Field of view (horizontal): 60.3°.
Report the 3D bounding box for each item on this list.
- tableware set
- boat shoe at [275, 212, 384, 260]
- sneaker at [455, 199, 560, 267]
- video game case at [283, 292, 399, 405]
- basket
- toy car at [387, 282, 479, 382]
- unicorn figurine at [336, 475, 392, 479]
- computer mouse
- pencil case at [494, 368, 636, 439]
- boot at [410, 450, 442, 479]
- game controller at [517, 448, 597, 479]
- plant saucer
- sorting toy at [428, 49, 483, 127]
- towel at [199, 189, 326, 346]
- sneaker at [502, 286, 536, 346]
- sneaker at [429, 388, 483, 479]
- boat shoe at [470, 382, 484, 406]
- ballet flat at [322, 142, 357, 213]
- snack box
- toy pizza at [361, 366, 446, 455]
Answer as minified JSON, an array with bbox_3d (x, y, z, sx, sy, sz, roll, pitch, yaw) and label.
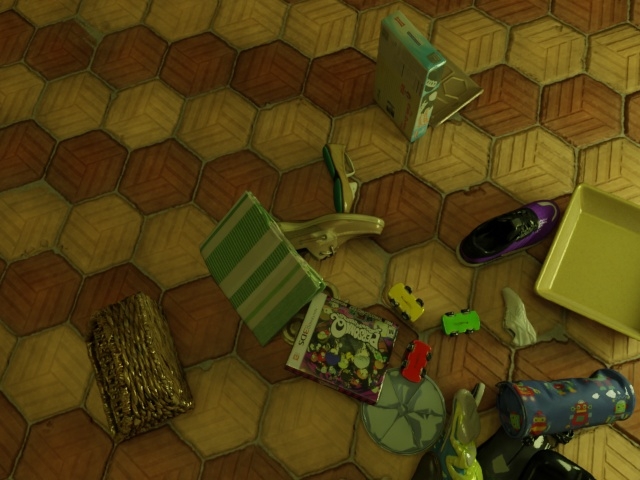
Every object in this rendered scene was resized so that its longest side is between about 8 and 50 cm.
[{"bbox_3d":[-0.028,0.182,1.407,0.128,0.039,0.194,37,77,15],"label":"tableware set"},{"bbox_3d":[0.000,0.000,1.434,0.340,0.121,0.110,-7,77,13],"label":"boat shoe"},{"bbox_3d":[0.489,-0.028,1.387,0.293,0.146,0.102,-27,71,-5],"label":"sneaker"},{"bbox_3d":[0.056,0.255,1.330,0.231,0.042,0.210,23,58,1],"label":"video game case"},{"bbox_3d":[-0.464,0.302,1.304,0.222,0.213,0.299,-22,71,-5],"label":"basket"},{"bbox_3d":[0.280,0.215,1.352,0.224,0.053,0.239,-6,77,-13],"label":"toy car"},{"bbox_3d":[0.099,0.585,1.254,0.161,0.060,0.111,-14,69,-18],"label":"unicorn figurine"},{"bbox_3d":[0.438,0.472,1.256,0.188,0.072,0.272,40,78,15],"label":"computer mouse"},{"bbox_3d":[0.537,0.360,1.229,0.305,0.133,0.120,-3,102,-15],"label":"pencil case"},{"bbox_3d":[0.193,0.566,1.194,0.106,0.082,0.219,17,86,-33],"label":"boot"},{"bbox_3d":[0.468,0.618,1.184,0.166,0.067,0.319,31,83,11],"label":"game controller"},{"bbox_3d":[0.734,0.066,1.373,0.332,0.081,0.333,25,75,13],"label":"plant saucer"},{"bbox_3d":[0.335,-0.441,1.604,0.193,0.038,0.208,-37,68,-9],"label":"sorting toy"},{"bbox_3d":[-0.162,0.068,1.406,0.248,0.038,0.325,-46,73,21],"label":"towel"},{"bbox_3d":[0.477,0.188,1.363,0.061,0.054,0.152,-17,71,1],"label":"sneaker"},{"bbox_3d":[0.290,0.458,1.240,0.126,0.091,0.240,-13,68,38],"label":"sneaker"},{"bbox_3d":[0.344,0.397,1.302,0.040,0.049,0.142,27,77,13],"label":"boat shoe"},{"bbox_3d":[0.064,-0.168,1.506,0.073,0.080,0.233,-7,71,-14],"label":"ballet flat"},{"bbox_3d":[0.223,-0.417,1.448,0.060,0.322,0.187,-32,72,-10],"label":"snack box"},{"bbox_3d":[0.197,0.406,1.317,0.201,0.032,0.202,-1,68,4],"label":"toy pizza"}]
